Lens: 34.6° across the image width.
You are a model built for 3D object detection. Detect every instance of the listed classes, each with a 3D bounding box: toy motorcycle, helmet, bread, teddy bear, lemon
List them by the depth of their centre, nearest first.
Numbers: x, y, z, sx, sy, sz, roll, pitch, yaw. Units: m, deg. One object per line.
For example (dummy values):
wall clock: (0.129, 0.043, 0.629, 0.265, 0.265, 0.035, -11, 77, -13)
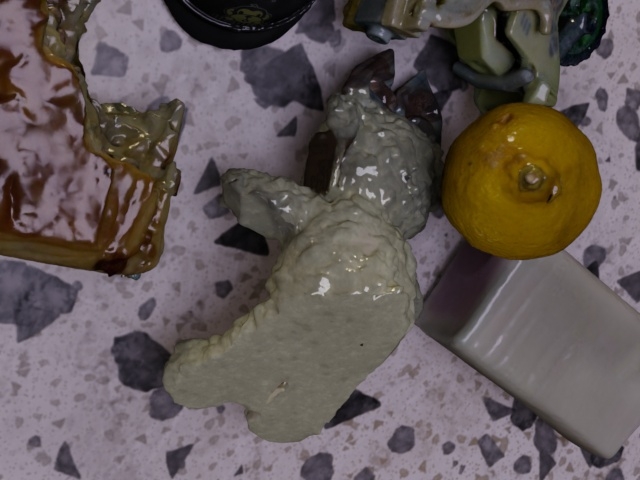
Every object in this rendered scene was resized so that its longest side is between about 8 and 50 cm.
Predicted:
bread: (-0.326, -0.140, 1.084, 0.370, 0.191, 0.314, 9, 93, -28)
helmet: (-0.071, -0.352, 1.146, 0.230, 0.160, 0.279, 3, 100, -23)
lemon: (0.236, -0.069, 1.210, 0.188, 0.256, 0.188, 0, 88, 9)
toy motorcycle: (0.193, -0.289, 1.253, 0.410, 0.168, 0.237, 25, 84, -33)
teddy bear: (0.000, 0.000, 1.276, 0.327, 0.362, 0.375, 30, 127, -30)

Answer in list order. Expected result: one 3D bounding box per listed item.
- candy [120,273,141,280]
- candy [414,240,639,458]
candy: (-0.285, -0.013, 1.205, 0.182, 0.046, 0.053, 32, 93, -19)
candy: (0.323, 0.133, 1.417, 0.358, 0.145, 0.208, 38, 88, -23)
